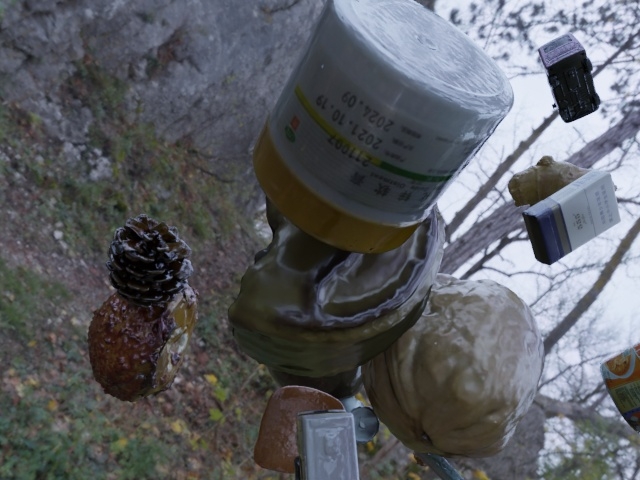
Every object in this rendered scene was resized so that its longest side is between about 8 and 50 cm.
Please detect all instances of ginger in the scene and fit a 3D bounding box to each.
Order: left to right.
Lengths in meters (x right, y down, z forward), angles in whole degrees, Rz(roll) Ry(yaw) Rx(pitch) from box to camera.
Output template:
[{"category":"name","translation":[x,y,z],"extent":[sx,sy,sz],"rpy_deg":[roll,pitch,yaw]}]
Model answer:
[{"category":"ginger","translation":[0.802,-0.184,1.829],"extent":[0.126,0.354,0.189],"rpy_deg":[-88,-177,-73]}]

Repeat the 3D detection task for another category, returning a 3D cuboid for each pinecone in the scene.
[{"category":"pinecone","translation":[-0.366,0.038,1.171],"extent":[0.184,0.179,0.204],"rpy_deg":[37,-44,35]}]

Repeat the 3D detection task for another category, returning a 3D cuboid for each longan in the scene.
[{"category":"longan","translation":[-0.014,0.304,1.669],"extent":[0.404,0.336,0.404],"rpy_deg":[53,-16,23]}]

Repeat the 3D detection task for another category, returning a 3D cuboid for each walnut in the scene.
[{"category":"walnut","translation":[0.257,0.242,1.105],"extent":[0.381,0.381,0.381],"rpy_deg":[46,-17,19]}]

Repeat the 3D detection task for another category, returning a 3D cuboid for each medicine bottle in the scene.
[{"category":"medicine bottle","translation":[0.067,-0.141,0.660],"extent":[0.238,0.238,0.232],"rpy_deg":[47,-48,15]}]

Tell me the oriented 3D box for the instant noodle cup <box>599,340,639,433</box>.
[{"category":"instant noodle cup","translation":[0.999,0.431,1.642],"extent":[0.214,0.296,0.296],"rpy_deg":[-36,-86,30]}]

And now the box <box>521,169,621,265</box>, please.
[{"category":"box","translation":[0.690,-0.063,1.513],"extent":[0.168,0.259,0.071],"rpy_deg":[66,-10,-23]}]

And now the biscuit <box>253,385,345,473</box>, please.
[{"category":"biscuit","translation":[-0.043,0.427,1.233],"extent":[0.186,0.192,0.036],"rpy_deg":[18,-16,-8]}]

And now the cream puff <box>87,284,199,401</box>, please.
[{"category":"cream puff","translation":[-0.448,0.234,1.370],"extent":[0.229,0.350,0.350],"rpy_deg":[16,-22,4]}]

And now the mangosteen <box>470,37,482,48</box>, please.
[{"category":"mangosteen","translation":[0.211,-0.270,1.145],"extent":[0.307,0.346,0.306],"rpy_deg":[7,-35,5]}]

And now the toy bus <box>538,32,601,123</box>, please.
[{"category":"toy bus","translation":[0.576,-0.373,1.281],"extent":[0.199,0.096,0.108],"rpy_deg":[44,31,-44]}]

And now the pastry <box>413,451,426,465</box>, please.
[{"category":"pastry","translation":[0.275,0.486,1.407],"extent":[0.087,0.169,0.063],"rpy_deg":[22,-32,-37]}]

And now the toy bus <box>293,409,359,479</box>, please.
[{"category":"toy bus","translation":[0.016,0.364,0.731],"extent":[0.106,0.092,0.268],"rpy_deg":[111,-24,-71]}]

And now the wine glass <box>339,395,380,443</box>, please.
[{"category":"wine glass","translation":[0.093,0.482,1.473],"extent":[0.122,0.122,0.183],"rpy_deg":[49,-15,8]}]

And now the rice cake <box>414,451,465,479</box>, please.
[{"category":"rice cake","translation":[0.253,0.463,1.083],"extent":[0.208,0.033,0.033],"rpy_deg":[35,-50,56]}]

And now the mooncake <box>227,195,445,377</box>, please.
[{"category":"mooncake","translation":[0.000,0.000,0.908],"extent":[0.394,0.393,0.246],"rpy_deg":[57,-13,22]}]
